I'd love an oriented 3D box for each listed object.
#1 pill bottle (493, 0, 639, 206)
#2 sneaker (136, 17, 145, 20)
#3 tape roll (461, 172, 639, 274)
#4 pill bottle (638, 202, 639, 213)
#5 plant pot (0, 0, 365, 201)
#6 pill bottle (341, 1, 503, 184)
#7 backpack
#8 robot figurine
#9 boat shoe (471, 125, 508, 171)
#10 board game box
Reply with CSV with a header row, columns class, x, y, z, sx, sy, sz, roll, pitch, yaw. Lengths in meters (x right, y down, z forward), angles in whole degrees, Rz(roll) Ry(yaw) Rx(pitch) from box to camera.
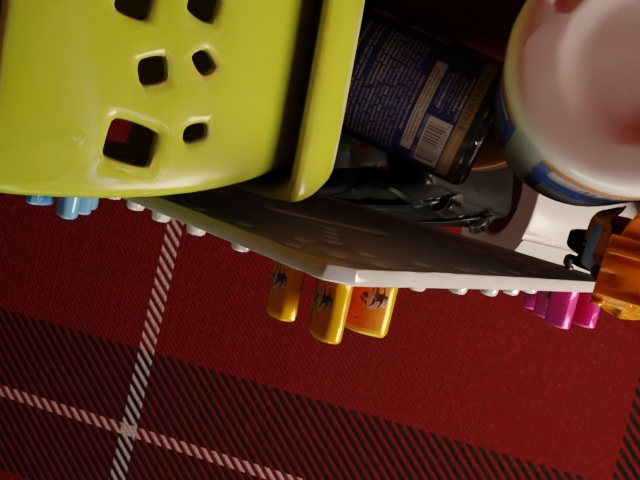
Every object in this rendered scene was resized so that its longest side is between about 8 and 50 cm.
class,x,y,z,sx,sy,sz,roll,pitch,yaw
pill bottle,0.204,-0.101,0.549,0.152,0.152,0.272,14,-176,10
sneaker,-0.166,-0.213,0.876,0.125,0.139,0.341,10,-175,-21
tape roll,0.354,-0.054,1.197,0.169,0.246,0.246,12,-177,-15
pill bottle,0.522,-0.045,0.999,0.161,0.161,0.283,14,-177,14
plant pot,-0.101,-0.138,0.486,0.207,0.227,0.228,6,-173,-29
pill bottle,0.062,-0.150,0.722,0.219,0.122,0.123,27,-175,7
backpack,0.042,-0.132,1.025,0.356,0.273,0.290,-9,169,33
robot figurine,0.294,0.022,0.580,0.211,0.085,0.291,19,-167,19
boat shoe,0.217,-0.116,0.786,0.207,0.073,0.073,-14,168,19
board game box,0.000,0.000,0.672,0.390,0.050,0.390,19,-171,42
